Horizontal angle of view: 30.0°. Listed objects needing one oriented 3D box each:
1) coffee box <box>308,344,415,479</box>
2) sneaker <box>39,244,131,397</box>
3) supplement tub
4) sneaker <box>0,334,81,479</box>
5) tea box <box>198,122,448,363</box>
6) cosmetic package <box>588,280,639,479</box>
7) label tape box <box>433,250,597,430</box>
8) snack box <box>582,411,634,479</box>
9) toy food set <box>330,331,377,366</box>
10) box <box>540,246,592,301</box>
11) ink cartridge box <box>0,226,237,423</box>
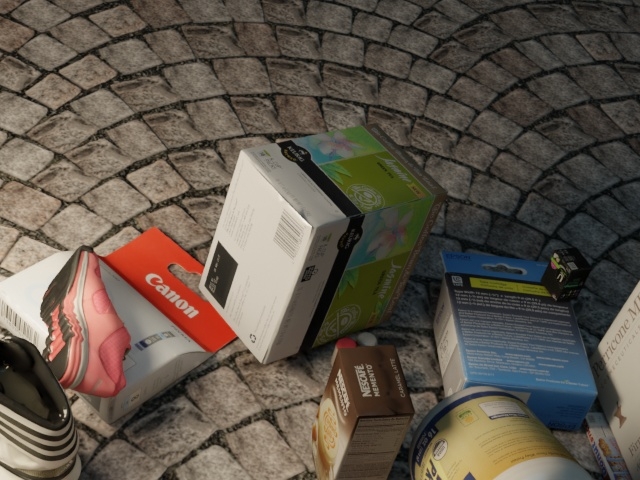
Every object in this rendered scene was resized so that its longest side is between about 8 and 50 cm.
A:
[{"bbox_3d":[0.061,0.299,1.916,0.098,0.246,0.141,0,44,-17],"label":"coffee box"},{"bbox_3d":[-0.377,0.141,1.955,0.136,0.116,0.314,28,31,-29],"label":"sneaker"},{"bbox_3d":[0.292,0.393,1.838,0.228,0.228,0.316,-3,24,-19],"label":"supplement tub"},{"bbox_3d":[-0.547,0.193,1.839,0.448,0.257,0.169,28,44,14],"label":"sneaker"},{"bbox_3d":[0.000,0.000,2.134,0.324,0.329,0.220,-17,51,-38],"label":"tea box"},{"bbox_3d":[0.723,0.273,2.069,0.327,0.329,0.393,4,43,-18],"label":"cosmetic package"},{"bbox_3d":[0.349,0.180,2.233,0.249,0.115,0.347,7,39,-10],"label":"label tape box"},{"bbox_3d":[0.524,0.383,2.132,0.064,0.022,0.178,3,44,-16],"label":"snack box"},{"bbox_3d":[0.080,0.235,2.095,0.111,0.104,0.232,5,43,-11],"label":"toy food set"},{"bbox_3d":[0.463,0.064,2.251,0.052,0.083,0.062,-6,45,-26],"label":"box"},{"bbox_3d":[-0.330,0.113,2.115,0.308,0.091,0.385,38,48,22],"label":"ink cartridge box"}]
